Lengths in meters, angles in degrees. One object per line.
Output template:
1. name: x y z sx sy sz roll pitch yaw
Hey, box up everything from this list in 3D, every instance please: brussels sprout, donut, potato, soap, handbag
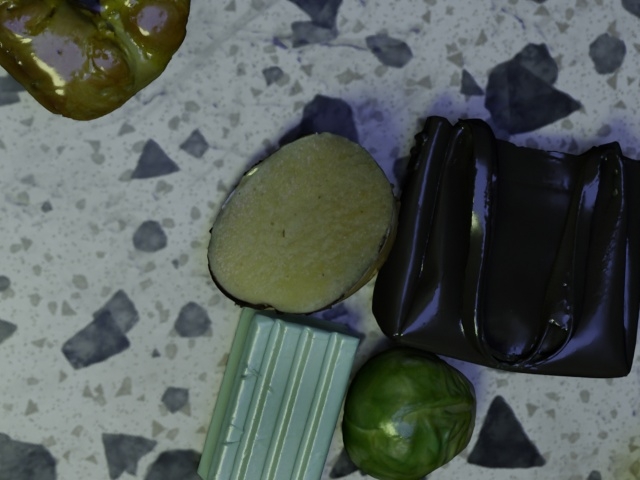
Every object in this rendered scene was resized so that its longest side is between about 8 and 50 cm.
1. brussels sprout: 0.092 0.184 1.991 0.155 0.117 0.155 -8 110 -23
2. donut: -0.244 -0.249 1.814 0.208 0.128 0.261 -39 108 -8
3. potato: 0.000 0.000 1.938 0.202 0.182 0.117 -49 152 4
4. soap: -0.044 0.175 1.980 0.119 0.066 0.198 14 95 -17
5. handbag: 0.210 0.008 2.007 0.285 0.113 0.257 10 90 -17
